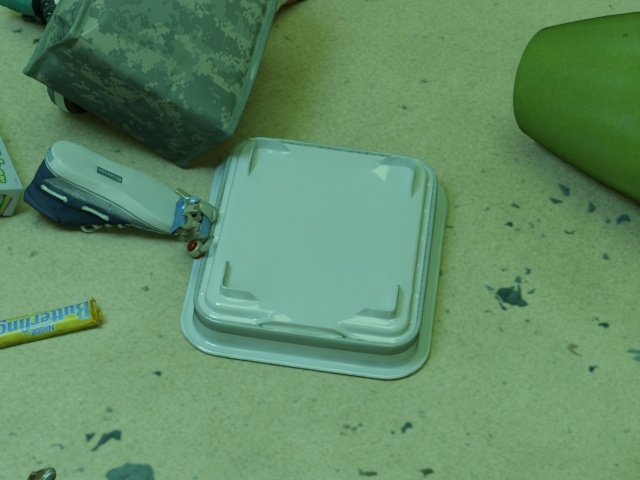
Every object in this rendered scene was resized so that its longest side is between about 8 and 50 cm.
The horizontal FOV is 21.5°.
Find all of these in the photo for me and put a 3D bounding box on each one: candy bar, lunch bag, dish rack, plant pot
[{"bbox_3d":[-0.319,0.094,1.856,0.161,0.018,0.040,-12,49,-15],"label":"candy bar"},{"bbox_3d":[-0.186,-0.276,2.024,0.235,0.169,0.287,30,62,-21],"label":"lunch bag"},{"bbox_3d":[0.000,0.000,1.939,0.285,0.072,0.333,8,48,2],"label":"dish rack"},{"bbox_3d":[0.390,-0.164,2.022,0.293,0.275,0.275,15,45,31],"label":"plant pot"}]

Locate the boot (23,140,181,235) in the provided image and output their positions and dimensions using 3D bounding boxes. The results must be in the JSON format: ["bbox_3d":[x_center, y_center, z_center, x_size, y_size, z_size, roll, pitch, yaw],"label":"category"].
[{"bbox_3d":[-0.246,-0.042,1.964,0.190,0.086,0.069,29,36,-16],"label":"boot"}]

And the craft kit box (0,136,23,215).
[{"bbox_3d":[-0.501,-0.129,1.954,0.246,0.061,0.250,-4,53,-38],"label":"craft kit box"}]

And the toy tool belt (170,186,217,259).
[{"bbox_3d":[-0.151,-0.021,1.914,0.051,0.052,0.083,41,32,-29],"label":"toy tool belt"}]

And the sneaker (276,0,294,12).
[{"bbox_3d":[-0.066,-0.376,2.242,0.116,0.136,0.314,22,49,14],"label":"sneaker"}]

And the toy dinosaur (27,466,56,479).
[{"bbox_3d":[-0.315,0.305,1.640,0.112,0.064,0.211,13,35,32],"label":"toy dinosaur"}]

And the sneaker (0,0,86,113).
[{"bbox_3d":[-0.342,-0.291,2.150,0.178,0.124,0.295,8,53,11],"label":"sneaker"}]
